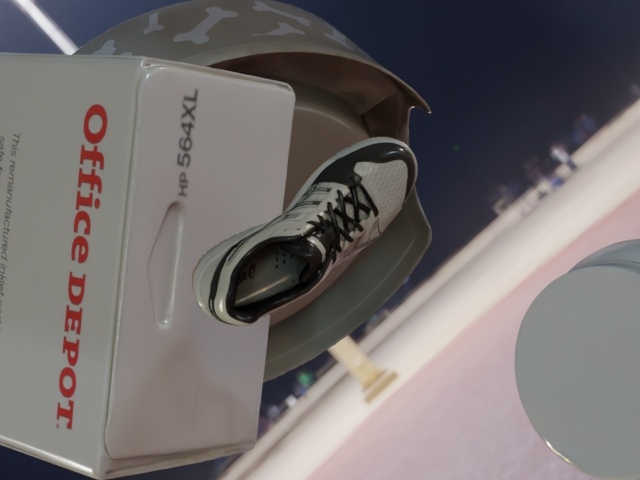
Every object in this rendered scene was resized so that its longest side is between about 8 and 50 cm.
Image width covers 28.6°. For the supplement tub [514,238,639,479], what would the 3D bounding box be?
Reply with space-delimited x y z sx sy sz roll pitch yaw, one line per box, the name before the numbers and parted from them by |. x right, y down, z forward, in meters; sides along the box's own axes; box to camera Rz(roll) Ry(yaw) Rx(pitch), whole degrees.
supplement tub | 0.224 0.067 0.770 0.199 0.144 0.144 -7 -31 -48

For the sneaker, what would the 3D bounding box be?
sneaker | 0.000 0.000 0.387 0.083 0.032 0.037 -39 17 -7

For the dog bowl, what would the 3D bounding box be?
dog bowl | -0.081 -0.026 0.930 0.348 0.102 0.349 -16 -40 -14

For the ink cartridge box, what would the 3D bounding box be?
ink cartridge box | -0.116 0.000 0.515 0.086 0.203 0.148 2 -84 -51
